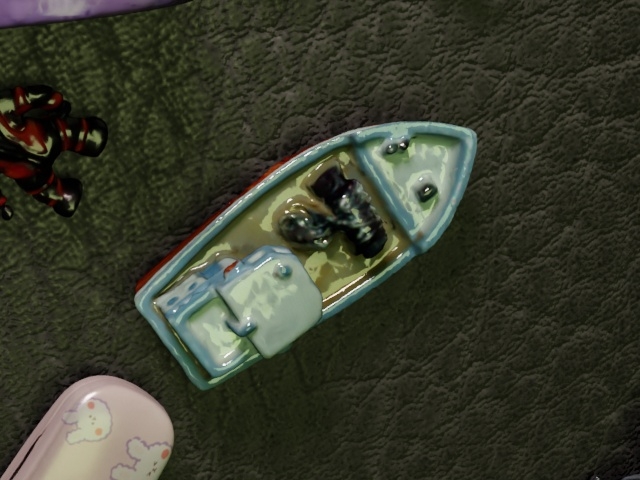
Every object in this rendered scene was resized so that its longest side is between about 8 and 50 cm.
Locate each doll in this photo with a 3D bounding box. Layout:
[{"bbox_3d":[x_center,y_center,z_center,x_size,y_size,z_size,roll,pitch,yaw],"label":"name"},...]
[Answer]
[{"bbox_3d":[-0.302,-0.093,1.156,0.248,0.088,0.127,14,78,-31],"label":"doll"}]

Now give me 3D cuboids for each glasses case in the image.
[{"bbox_3d":[-0.243,0.257,1.262,0.113,0.075,0.297,33,90,-26],"label":"glasses case"}]

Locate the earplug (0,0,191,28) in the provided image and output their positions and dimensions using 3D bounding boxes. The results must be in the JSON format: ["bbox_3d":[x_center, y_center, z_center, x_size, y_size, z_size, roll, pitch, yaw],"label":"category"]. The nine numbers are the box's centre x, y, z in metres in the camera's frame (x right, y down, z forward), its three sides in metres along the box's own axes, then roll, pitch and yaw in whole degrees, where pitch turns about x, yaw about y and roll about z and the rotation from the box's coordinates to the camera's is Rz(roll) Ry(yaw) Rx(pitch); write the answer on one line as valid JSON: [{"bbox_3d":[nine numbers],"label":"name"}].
[{"bbox_3d":[-0.224,-0.386,1.043,0.215,0.215,0.456,-10,103,-17],"label":"earplug"}]

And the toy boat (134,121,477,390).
[{"bbox_3d":[0.000,0.000,1.252,0.332,0.133,0.145,-36,111,-8],"label":"toy boat"}]

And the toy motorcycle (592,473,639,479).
[{"bbox_3d":[0.327,0.360,1.454,0.416,0.172,0.232,-48,120,-12],"label":"toy motorcycle"}]
